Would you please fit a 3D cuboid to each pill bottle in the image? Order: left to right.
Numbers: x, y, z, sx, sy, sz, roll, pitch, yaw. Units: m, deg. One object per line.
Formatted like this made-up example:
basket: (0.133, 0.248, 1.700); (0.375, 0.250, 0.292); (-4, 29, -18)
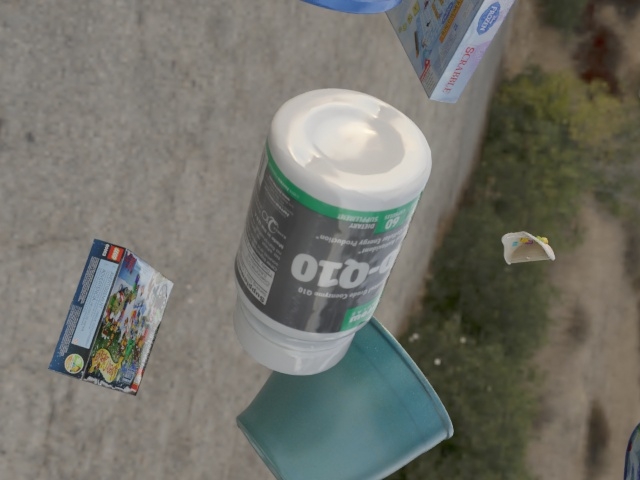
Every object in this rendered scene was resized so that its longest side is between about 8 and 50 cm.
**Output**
pill bottle: (0.000, 0.000, 1.518); (0.204, 0.204, 0.361); (-70, 178, -45)

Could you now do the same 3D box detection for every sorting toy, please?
sorting toy: (0.342, 0.005, 1.973); (0.075, 0.083, 0.045); (35, 55, -50)

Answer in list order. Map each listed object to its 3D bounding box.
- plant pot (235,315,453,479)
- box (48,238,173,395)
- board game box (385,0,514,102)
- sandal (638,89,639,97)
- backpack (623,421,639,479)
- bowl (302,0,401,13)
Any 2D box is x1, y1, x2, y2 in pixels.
plant pot: (0.021, 0.272, 1.806); (0.255, 0.271, 0.272); (-37, 154, -12)
box: (-0.250, 0.101, 1.437); (0.233, 0.044, 0.159); (61, 46, -77)
board game box: (0.243, -0.478, 2.179); (0.319, 0.066, 0.318); (-61, -145, 39)
sandal: (0.640, -0.238, 2.024); (0.072, 0.180, 0.049); (58, 47, -69)
backpack: (0.475, 0.296, 1.276); (0.355, 0.273, 0.290); (-2, 93, -80)
bowl: (-0.022, -0.481, 1.809); (0.077, 0.391, 0.391); (-62, -179, 34)
